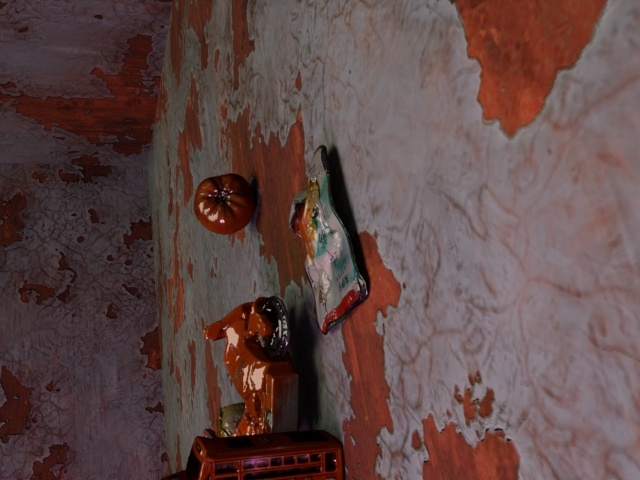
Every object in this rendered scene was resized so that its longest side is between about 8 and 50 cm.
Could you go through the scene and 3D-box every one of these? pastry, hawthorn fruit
[{"bbox_3d":[-0.174,0.408,1.250,0.153,0.081,0.153,174,90,-67],"label":"pastry"},{"bbox_3d":[-0.184,-0.066,1.217,0.140,0.125,0.125,63,180,-41],"label":"hawthorn fruit"}]

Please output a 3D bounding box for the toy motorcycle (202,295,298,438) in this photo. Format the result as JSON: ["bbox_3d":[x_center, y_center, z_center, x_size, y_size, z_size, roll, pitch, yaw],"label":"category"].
[{"bbox_3d":[-0.104,0.238,0.977,0.221,0.147,0.326,12,102,60],"label":"toy motorcycle"}]

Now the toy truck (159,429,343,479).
[{"bbox_3d":[-0.098,0.320,0.817,0.107,0.252,0.114,177,95,-69],"label":"toy truck"}]

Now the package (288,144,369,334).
[{"bbox_3d":[0.000,0.000,0.839,0.166,0.040,0.232,126,137,-56],"label":"package"}]
